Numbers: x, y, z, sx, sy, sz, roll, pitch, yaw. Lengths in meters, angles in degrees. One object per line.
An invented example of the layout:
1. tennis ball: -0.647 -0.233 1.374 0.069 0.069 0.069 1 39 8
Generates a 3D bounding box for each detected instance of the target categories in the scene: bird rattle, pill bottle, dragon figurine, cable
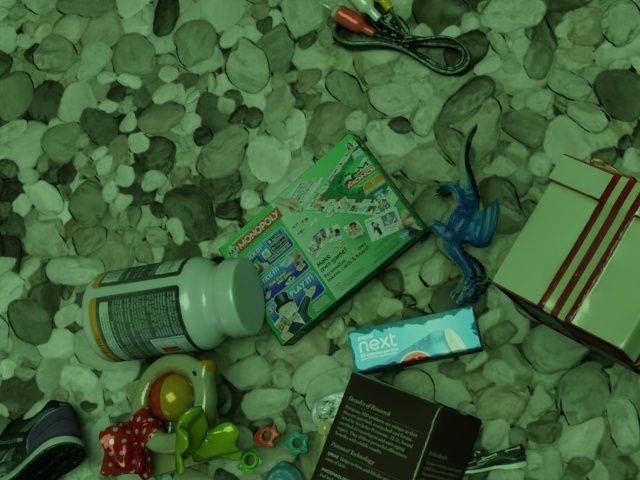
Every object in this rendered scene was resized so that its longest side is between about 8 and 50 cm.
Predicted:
1. bird rattle: -0.243 0.290 1.500 0.254 0.143 0.206 -9 66 39
2. pill bottle: -0.246 0.113 1.552 0.279 0.162 0.162 -9 76 19
3. dragon figurine: 0.254 -0.037 1.529 0.144 0.085 0.289 21 87 14
4. cable: 0.127 -0.369 1.643 0.287 0.072 0.139 40 94 17

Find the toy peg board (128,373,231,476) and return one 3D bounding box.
1. toy peg board: -0.229 0.307 1.576 0.161 0.079 0.161 -21 73 24

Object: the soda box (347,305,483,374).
1. soda box: 0.157 0.167 1.516 0.210 0.067 0.071 -13 75 10

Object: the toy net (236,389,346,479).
1. toy net: -0.026 0.327 1.535 0.122 0.045 0.232 42 87 20

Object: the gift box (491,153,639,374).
1. gift box: 0.442 0.031 1.395 0.255 0.276 0.258 30 89 30

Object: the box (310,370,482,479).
1. box: 0.116 0.334 1.414 0.167 0.168 0.203 15 80 35

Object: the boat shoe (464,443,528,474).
1. boat shoe: 0.264 0.349 1.461 0.125 0.046 0.038 -10 75 8

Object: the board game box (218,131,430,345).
1. board game box: 0.000 0.000 1.560 0.317 0.046 0.213 -40 71 17

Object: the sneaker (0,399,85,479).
1. sneaker: -0.537 0.387 1.621 0.283 0.107 0.124 -32 48 8
